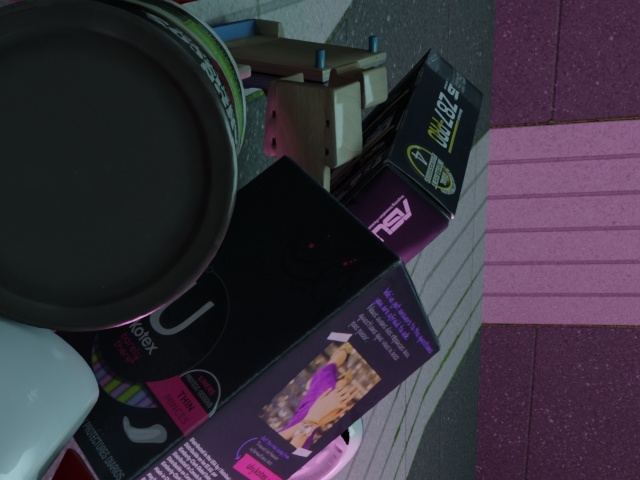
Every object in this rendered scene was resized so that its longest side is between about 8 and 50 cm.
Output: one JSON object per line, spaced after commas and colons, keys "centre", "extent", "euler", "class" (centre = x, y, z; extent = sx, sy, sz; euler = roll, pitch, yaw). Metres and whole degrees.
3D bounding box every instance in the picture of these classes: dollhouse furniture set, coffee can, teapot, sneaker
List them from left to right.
{"centre": [-0.280, 0.132, 0.670], "extent": [0.252, 0.187, 0.256], "euler": [-54, -176, 4], "class": "teapot"}
{"centre": [-0.156, -0.075, 0.761], "extent": [0.275, 0.202, 0.201], "euler": [-101, -166, -75], "class": "coffee can"}
{"centre": [-0.030, -0.107, 1.122], "extent": [0.303, 0.286, 0.198], "euler": [-30, 127, -53], "class": "dollhouse furniture set"}
{"centre": [-0.017, 0.207, 1.281], "extent": [0.236, 0.323, 0.130], "euler": [-29, 87, -47], "class": "sneaker"}

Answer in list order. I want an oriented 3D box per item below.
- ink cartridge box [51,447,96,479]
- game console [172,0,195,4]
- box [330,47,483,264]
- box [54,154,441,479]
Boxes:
{"centre": [-0.210, 0.351, 0.765], "extent": [0.130, 0.272, 0.309], "euler": [-12, 145, -45], "class": "ink cartridge box"}
{"centre": [-0.176, -0.404, 0.941], "extent": [0.342, 0.060, 0.386], "euler": [-38, 134, -69], "class": "game console"}
{"centre": [0.000, 0.000, 1.160], "extent": [0.395, 0.097, 0.318], "euler": [-45, -168, 29], "class": "box"}
{"centre": [-0.066, 0.090, 0.854], "extent": [0.270, 0.165, 0.143], "euler": [-39, 140, -9], "class": "box"}
